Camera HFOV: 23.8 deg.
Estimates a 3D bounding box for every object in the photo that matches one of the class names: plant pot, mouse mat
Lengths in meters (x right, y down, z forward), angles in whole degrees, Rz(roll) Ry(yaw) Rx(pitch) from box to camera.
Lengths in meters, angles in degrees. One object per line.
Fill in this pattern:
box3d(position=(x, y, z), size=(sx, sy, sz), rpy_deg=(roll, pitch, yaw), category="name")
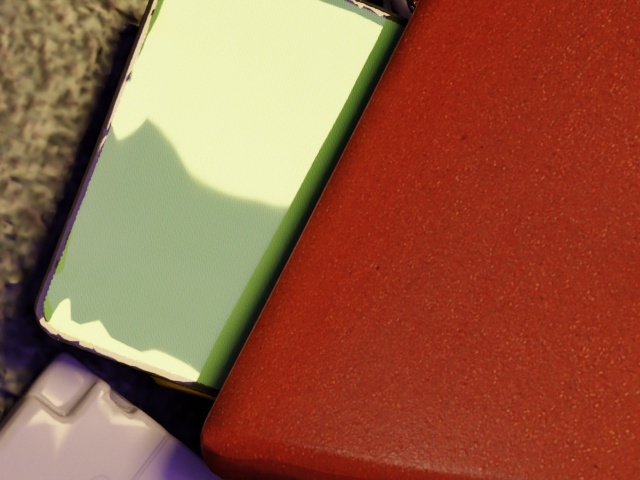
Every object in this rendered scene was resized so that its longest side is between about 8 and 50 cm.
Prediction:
box3d(position=(0.163, 0.047, 0.625), size=(0.267, 0.235, 0.267), rpy_deg=(36, 74, -35), category="plant pot")
box3d(position=(-0.024, -0.024, 0.664), size=(0.152, 0.007, 0.190), rpy_deg=(21, 83, -12), category="mouse mat")

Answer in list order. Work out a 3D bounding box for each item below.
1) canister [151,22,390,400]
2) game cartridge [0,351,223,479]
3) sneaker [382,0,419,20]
box3d(position=(0.000, 0.000, 0.709), size=(0.126, 0.073, 0.170), rpy_deg=(17, 82, -14), category="canister")
box3d(position=(-0.064, 0.215, 0.681), size=(0.294, 0.060, 0.196), rpy_deg=(41, 72, -9), category="game cartridge")
box3d(position=(0.042, -0.146, 0.751), size=(0.040, 0.044, 0.109), rpy_deg=(-24, 90, -16), category="sneaker")
